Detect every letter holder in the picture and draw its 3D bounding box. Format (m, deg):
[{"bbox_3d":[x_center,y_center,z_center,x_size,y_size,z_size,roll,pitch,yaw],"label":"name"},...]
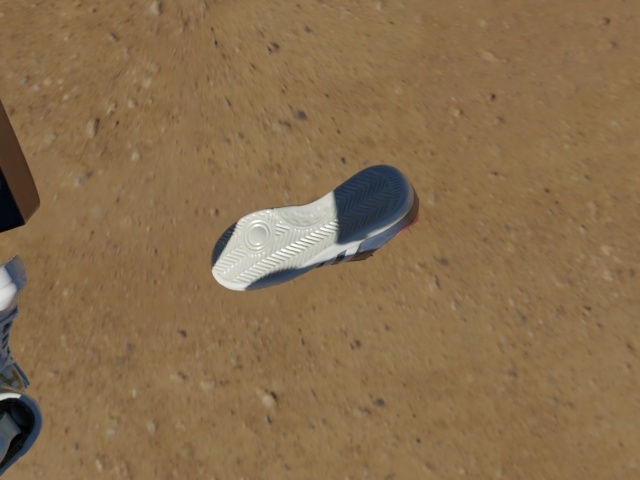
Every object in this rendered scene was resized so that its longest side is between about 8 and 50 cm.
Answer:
[{"bbox_3d":[-0.530,-0.164,1.615,0.152,0.214,0.301,-18,106,6],"label":"letter holder"}]

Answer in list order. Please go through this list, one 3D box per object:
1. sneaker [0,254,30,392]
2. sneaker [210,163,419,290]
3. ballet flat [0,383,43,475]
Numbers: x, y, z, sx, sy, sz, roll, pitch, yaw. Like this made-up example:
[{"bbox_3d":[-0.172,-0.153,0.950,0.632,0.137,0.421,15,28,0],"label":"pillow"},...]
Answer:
[{"bbox_3d":[-0.443,0.142,1.528,0.169,0.108,0.292,52,134,-3],"label":"sneaker"},{"bbox_3d":[0.000,0.000,1.769,0.350,0.148,0.131,-20,69,15],"label":"sneaker"},{"bbox_3d":[-0.448,0.280,1.152,0.400,0.139,0.139,-42,109,-36],"label":"ballet flat"}]
